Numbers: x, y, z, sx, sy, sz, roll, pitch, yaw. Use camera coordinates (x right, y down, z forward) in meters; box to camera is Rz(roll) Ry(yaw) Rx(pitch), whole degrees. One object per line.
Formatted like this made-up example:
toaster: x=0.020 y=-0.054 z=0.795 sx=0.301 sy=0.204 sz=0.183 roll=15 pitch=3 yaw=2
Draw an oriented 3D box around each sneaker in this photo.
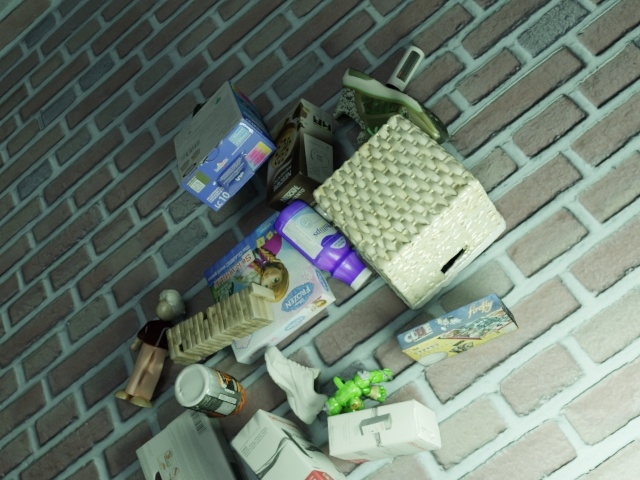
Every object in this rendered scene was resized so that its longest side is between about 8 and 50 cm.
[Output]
sneaker: x=-0.054 y=0.353 z=1.813 sx=0.115 sy=0.090 sz=0.232 roll=-39 pitch=64 yaw=0
sneaker: x=0.185 y=-0.330 z=1.967 sx=0.410 sy=0.158 sz=0.182 roll=38 pitch=102 yaw=41

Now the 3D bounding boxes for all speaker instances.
speaker: x=0.246 y=-0.495 z=2.043 sx=0.055 sy=0.055 sz=0.136 roll=27 pitch=83 yaw=35

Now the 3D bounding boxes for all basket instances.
basket: x=0.217 y=-0.070 z=1.738 sx=0.328 sy=0.266 sz=0.331 roll=-44 pitch=56 yaw=4

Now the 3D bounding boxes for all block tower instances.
block tower: x=-0.274 y=0.233 z=1.899 sx=0.335 sy=0.091 sz=0.097 roll=-31 pitch=59 yaw=24

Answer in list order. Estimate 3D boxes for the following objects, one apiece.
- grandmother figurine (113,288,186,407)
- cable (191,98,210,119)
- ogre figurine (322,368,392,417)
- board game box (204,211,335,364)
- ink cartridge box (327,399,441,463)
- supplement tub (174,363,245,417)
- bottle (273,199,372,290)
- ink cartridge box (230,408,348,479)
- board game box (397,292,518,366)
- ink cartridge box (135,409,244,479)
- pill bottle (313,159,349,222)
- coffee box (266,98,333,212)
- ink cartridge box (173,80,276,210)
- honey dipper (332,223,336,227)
grandmother figurine: x=-0.481 y=0.309 z=2.056 sx=0.208 sy=0.104 sz=0.342 roll=12 pitch=77 yaw=24
cable: x=-0.367 y=-0.394 z=2.350 sx=0.150 sy=0.047 sz=0.184 roll=-2 pitch=65 yaw=23
ogre figurine: x=0.078 y=0.376 z=1.698 sx=0.197 sy=0.118 sz=0.097 roll=-28 pitch=57 yaw=16
board game box: x=-0.152 y=0.125 z=1.953 sx=0.318 sy=0.066 sz=0.318 roll=-40 pitch=55 yaw=17
ink cartridge box: x=0.146 y=0.440 z=1.606 sx=0.218 sy=0.158 sz=0.092 roll=-16 pitch=61 yaw=22
supplement tub: x=-0.285 y=0.398 z=1.846 sx=0.117 sy=0.190 sz=0.117 roll=-11 pitch=64 yaw=24
bottle: x=0.010 y=0.016 z=1.859 sx=0.283 sy=0.118 sz=0.092 roll=42 pitch=130 yaw=9
ink cartridge box: x=-0.056 y=0.539 z=1.650 sx=0.273 sy=0.197 sz=0.114 roll=38 pitch=88 yaw=35
board game box: x=0.317 y=0.210 z=1.613 sx=0.243 sy=0.165 sz=0.042 roll=-26 pitch=58 yaw=16
ink cartridge box: x=-0.346 y=0.608 z=1.865 sx=0.239 sy=0.060 sz=0.275 roll=-39 pitch=56 yaw=9
pill bottle: x=0.058 y=-0.135 z=1.958 sx=0.169 sy=0.094 sz=0.094 roll=-47 pitch=54 yaw=2
coffee box: x=-0.059 y=-0.230 z=1.986 sx=0.168 sy=0.119 sz=0.297 roll=-40 pitch=38 yaw=38
ink cartridge box: x=-0.290 y=-0.274 z=2.088 sx=0.270 sy=0.151 sz=0.395 roll=-44 pitch=31 yaw=13
honey dipper: x=0.000 y=0.000 z=1.968 sx=0.161 sy=0.030 sz=0.030 roll=-49 pitch=54 yaw=1
